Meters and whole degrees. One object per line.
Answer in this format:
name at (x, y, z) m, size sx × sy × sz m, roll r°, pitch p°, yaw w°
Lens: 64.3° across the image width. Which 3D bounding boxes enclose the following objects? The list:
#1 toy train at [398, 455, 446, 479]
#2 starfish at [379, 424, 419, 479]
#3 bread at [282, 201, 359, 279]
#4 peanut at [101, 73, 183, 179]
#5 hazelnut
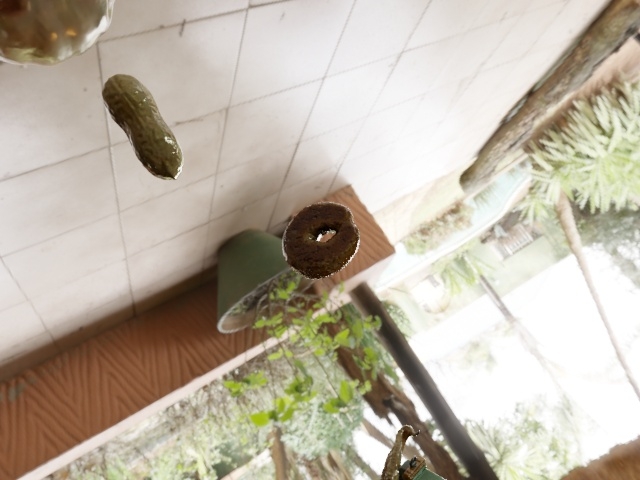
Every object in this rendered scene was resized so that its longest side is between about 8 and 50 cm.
toy train at (0.245, 0.656, 1.296) m, size 0.091 × 0.136 × 0.227 m, roll -16°, pitch 114°, yaw -50°
starfish at (0.114, 0.686, 1.209) m, size 0.324 × 0.082 × 0.432 m, roll 111°, pitch 1°, yaw -48°
bread at (0.000, 0.000, 1.132) m, size 0.193 × 0.193 × 0.064 m, roll -34°, pitch 143°, yaw 0°
peanut at (-0.416, -0.261, 1.206) m, size 0.111 × 0.274 × 0.125 m, roll -29°, pitch -177°, yaw -12°
hazelnut at (-0.405, -0.378, 0.703) m, size 0.241 × 0.261 × 0.261 m, roll 17°, pitch 142°, yaw -20°
